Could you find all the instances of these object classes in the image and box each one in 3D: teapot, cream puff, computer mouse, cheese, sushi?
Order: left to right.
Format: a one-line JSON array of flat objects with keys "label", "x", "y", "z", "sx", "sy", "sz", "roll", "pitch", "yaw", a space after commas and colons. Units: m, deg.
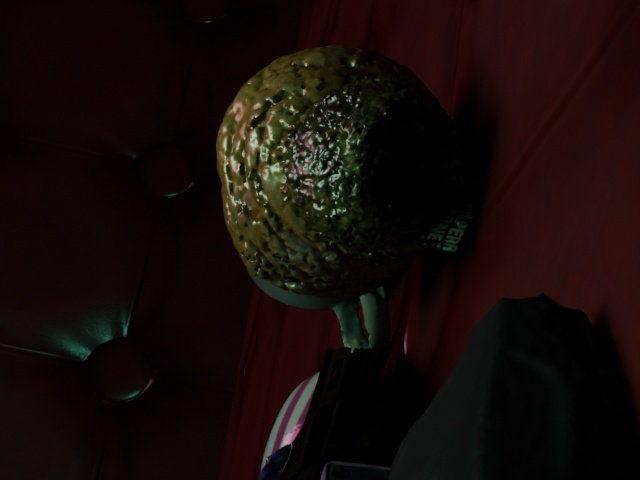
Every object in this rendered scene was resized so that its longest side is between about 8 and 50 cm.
[{"label": "cheese", "x": -0.015, "y": 0.169, "z": 0.923, "sx": 0.244, "sy": 0.062, "sz": 0.155, "roll": -34, "pitch": -40, "yaw": -65}, {"label": "teapot", "x": 0.000, "y": 0.000, "z": 1.050, "sx": 0.149, "sy": 0.162, "sz": 0.239, "roll": 97, "pitch": 150, "yaw": -48}, {"label": "sushi", "x": 0.020, "y": 0.183, "z": 0.852, "sx": 0.192, "sy": 0.050, "sz": 0.215, "roll": 15, "pitch": -88, "yaw": -74}, {"label": "cream puff", "x": 0.035, "y": -0.043, "z": 0.834, "sx": 0.169, "sy": 0.183, "sz": 0.183, "roll": 7, "pitch": 85, "yaw": 60}, {"label": "computer mouse", "x": 0.070, "y": 0.112, "z": 0.474, "sx": 0.122, "sy": 0.073, "sz": 0.217, "roll": -59, "pitch": 7, "yaw": 30}]

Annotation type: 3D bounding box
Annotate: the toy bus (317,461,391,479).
[{"label": "toy bus", "x": 0.033, "y": 0.194, "z": 0.557, "sx": 0.199, "sy": 0.096, "sz": 0.108, "roll": -86, "pitch": 6, "yaw": -62}]
